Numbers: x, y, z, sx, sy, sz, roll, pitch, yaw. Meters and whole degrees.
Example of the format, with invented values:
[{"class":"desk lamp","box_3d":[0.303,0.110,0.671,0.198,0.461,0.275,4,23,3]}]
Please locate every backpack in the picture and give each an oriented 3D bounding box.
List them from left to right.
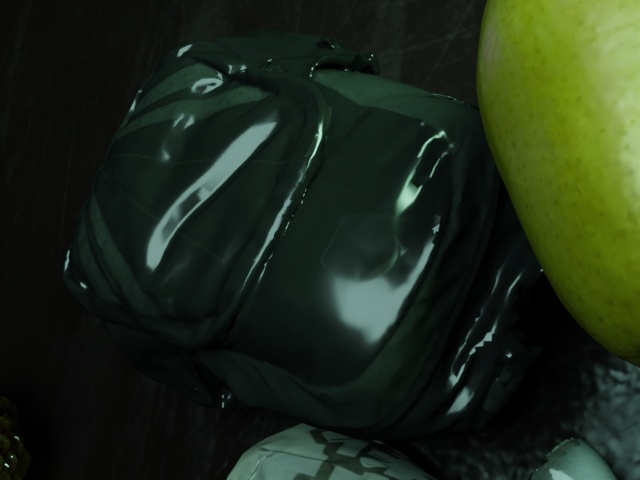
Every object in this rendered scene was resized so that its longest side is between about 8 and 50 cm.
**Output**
[{"class":"backpack","box_3d":[0.000,0.000,0.814,0.445,0.254,0.364,23,86,44]}]

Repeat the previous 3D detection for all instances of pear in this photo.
[{"class":"pear","box_3d":[0.218,-0.080,0.582,0.284,0.285,0.336,21,60,36]}]

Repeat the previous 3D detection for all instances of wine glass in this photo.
[{"class":"wine glass","box_3d":[0.224,0.222,0.685,0.072,0.072,0.155,-48,54,5]}]

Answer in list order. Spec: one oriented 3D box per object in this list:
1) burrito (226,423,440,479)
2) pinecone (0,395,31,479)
[{"class":"burrito","box_3d":[0.111,0.265,0.701,0.445,0.139,0.101,25,129,38]},{"class":"pinecone","box_3d":[-0.452,0.229,1.019,0.292,0.246,0.246,23,82,56]}]
